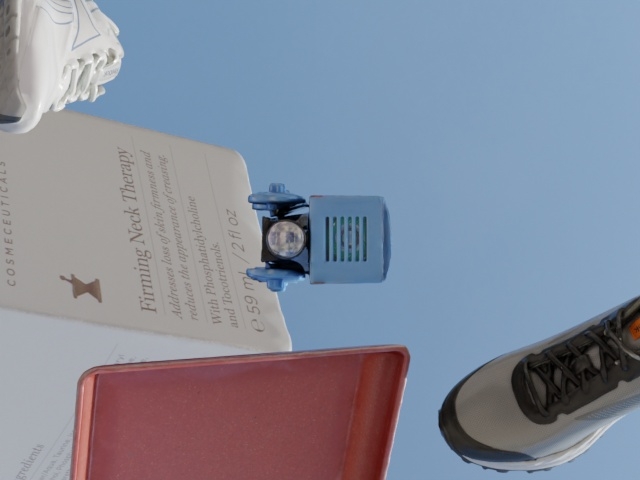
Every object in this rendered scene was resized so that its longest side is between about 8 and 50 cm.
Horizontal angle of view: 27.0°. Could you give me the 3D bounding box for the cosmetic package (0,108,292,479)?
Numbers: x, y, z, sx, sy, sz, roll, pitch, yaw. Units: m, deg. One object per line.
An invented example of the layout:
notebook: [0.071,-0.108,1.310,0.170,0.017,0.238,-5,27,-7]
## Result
cosmetic package: [-0.301,0.075,1.519,0.394,0.327,0.329,12,-138,-30]

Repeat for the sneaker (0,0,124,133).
sneaker: [-0.231,-0.169,1.162,0.129,0.111,0.297,28,-156,-18]

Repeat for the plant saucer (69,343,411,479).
plant saucer: [-0.074,0.189,1.036,0.258,0.259,0.047,-2,-152,-23]

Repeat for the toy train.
toy train: [0.000,0.000,1.006,0.105,0.184,0.080,2,-91,1]

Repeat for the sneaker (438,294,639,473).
sneaker: [0.215,0.091,1.001,0.272,0.108,0.100,-20,-124,5]
